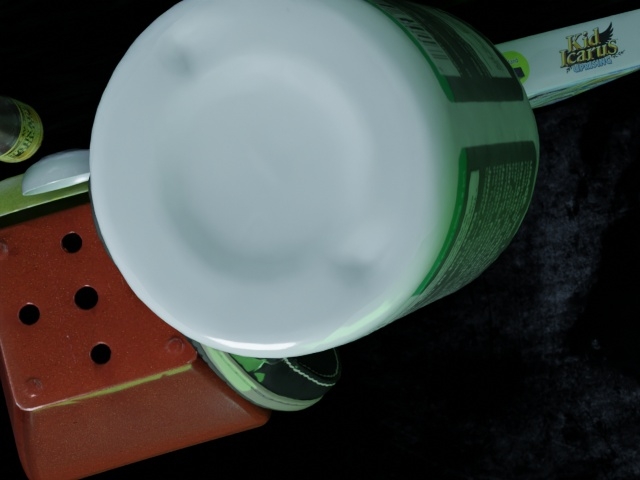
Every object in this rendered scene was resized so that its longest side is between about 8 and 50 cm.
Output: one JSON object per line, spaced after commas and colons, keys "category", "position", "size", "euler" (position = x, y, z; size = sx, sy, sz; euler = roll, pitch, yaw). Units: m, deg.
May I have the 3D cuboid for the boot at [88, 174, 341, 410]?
{"category": "boot", "position": [0.000, 0.000, 1.518], "size": [0.284, 0.138, 0.377], "euler": [-28, 136, 14]}

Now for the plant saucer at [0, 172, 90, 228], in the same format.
{"category": "plant saucer", "position": [-0.261, -0.049, 1.651], "size": [0.241, 0.037, 0.241], "euler": [-15, 179, 0]}

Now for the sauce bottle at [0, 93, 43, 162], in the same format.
{"category": "sauce bottle", "position": [-0.200, -0.069, 1.022], "size": [0.042, 0.042, 0.128], "euler": [-16, -179, 2]}

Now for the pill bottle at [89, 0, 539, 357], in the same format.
{"category": "pill bottle", "position": [0.021, -0.050, 1.030], "size": [0.204, 0.204, 0.361], "euler": [-16, 179, 18]}

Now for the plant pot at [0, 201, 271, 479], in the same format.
{"category": "plant pot", "position": [-0.218, 0.079, 1.686], "size": [0.267, 0.267, 0.236], "euler": [-16, 167, -1]}

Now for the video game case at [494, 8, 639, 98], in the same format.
{"category": "video game case", "position": [0.184, -0.164, 1.753], "size": [0.244, 0.061, 0.269], "euler": [-15, 179, -17]}

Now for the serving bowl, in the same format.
{"category": "serving bowl", "position": [-0.227, -0.064, 1.486], "size": [0.083, 0.027, 0.083], "euler": [-16, 179, 0]}
